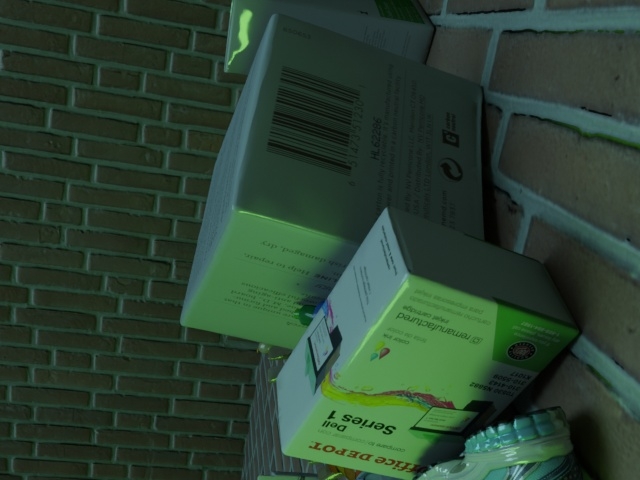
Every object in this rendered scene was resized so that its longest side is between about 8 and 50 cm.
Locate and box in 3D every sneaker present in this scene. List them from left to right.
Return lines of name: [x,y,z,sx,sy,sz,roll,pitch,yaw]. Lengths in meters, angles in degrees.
sneaker: [0.172,0.272,0.667,0.283,0.110,0.122,103,156,-56]

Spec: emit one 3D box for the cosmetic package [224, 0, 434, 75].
cosmetic package: [0.007,-0.395,1.276,0.197,0.365,0.155,-98,18,-53]

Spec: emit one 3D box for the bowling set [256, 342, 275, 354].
bowling set: [0.005,0.189,1.566,0.287,0.200,0.154,-31,41,19]

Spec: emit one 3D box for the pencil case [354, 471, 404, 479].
pencil case: [0.089,0.426,0.873,0.124,0.113,0.273,-66,-19,-57]

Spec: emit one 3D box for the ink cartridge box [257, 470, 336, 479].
ink cartridge box: [-0.060,0.578,1.497,0.060,0.180,0.104,143,134,-76]

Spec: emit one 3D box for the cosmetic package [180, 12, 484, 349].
cosmetic package: [0.005,-0.047,1.002,0.394,0.327,0.329,128,153,-58]

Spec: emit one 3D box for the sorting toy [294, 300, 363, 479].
sorting toy: [0.039,0.232,0.941,0.127,0.126,0.366,-42,-55,-43]

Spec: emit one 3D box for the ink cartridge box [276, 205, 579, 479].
ink cartridge box: [0.098,0.127,0.719,0.278,0.201,0.117,-59,23,31]

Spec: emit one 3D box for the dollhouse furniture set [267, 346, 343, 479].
dollhouse furniture set: [0.008,0.303,1.341,0.259,0.135,0.262,-98,-14,-69]

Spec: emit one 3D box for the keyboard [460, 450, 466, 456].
keyboard: [0.178,0.186,0.946,0.072,0.014,0.256,104,169,-58]
